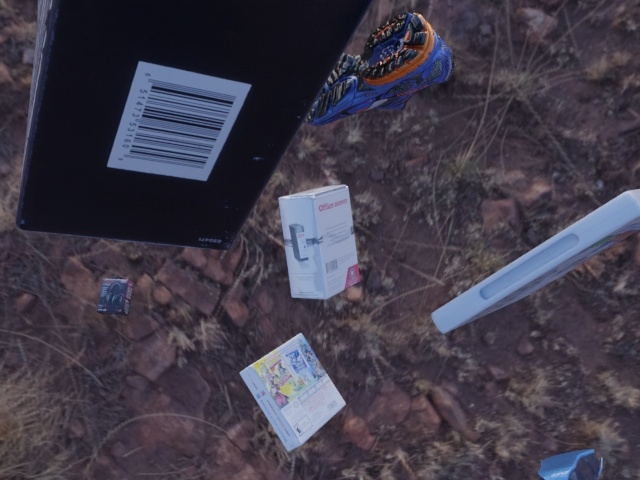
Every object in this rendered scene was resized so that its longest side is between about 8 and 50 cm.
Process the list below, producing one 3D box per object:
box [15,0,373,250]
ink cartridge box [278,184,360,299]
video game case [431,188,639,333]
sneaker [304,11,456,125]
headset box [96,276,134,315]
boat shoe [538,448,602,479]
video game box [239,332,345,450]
[{"bbox_3d":[-0.113,-0.198,0.553,0.183,0.296,0.294,6,54,-26],"label":"box"},{"bbox_3d":[0.000,0.000,1.544,0.092,0.159,0.217,0,101,31],"label":"ink cartridge box"},{"bbox_3d":[0.164,0.010,0.494,0.143,0.157,0.019,-38,74,30],"label":"video game case"},{"bbox_3d":[0.057,-0.170,0.808,0.087,0.221,0.083,19,72,-36],"label":"sneaker"},{"bbox_3d":[-0.443,0.119,1.578,0.062,0.032,0.083,2,71,11],"label":"headset box"},{"bbox_3d":[0.423,0.419,1.251,0.109,0.258,0.089,-24,75,30],"label":"boat shoe"},{"bbox_3d":[-0.054,0.311,1.525,0.048,0.205,0.187,-33,85,31],"label":"video game box"}]
